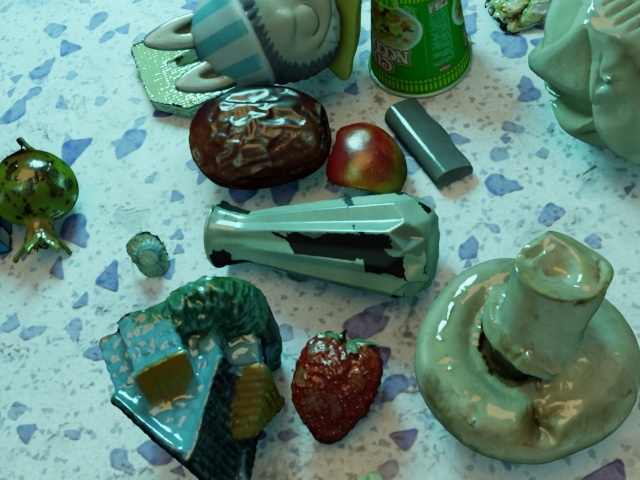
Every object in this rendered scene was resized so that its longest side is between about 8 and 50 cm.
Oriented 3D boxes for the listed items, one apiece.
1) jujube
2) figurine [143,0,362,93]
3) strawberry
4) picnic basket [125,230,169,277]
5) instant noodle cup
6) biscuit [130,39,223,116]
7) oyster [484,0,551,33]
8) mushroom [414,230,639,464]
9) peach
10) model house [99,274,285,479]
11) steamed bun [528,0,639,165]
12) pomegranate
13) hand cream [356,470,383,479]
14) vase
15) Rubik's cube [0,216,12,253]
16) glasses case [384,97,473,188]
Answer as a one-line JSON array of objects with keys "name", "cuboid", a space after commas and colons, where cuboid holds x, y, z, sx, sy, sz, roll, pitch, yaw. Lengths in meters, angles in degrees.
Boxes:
[{"name": "jujube", "cuboid": [-0.110, -0.180, 1.277, 0.243, 0.183, 0.183, -5, 57, 17]}, {"name": "figurine", "cuboid": [-0.147, -0.431, 1.345, 0.378, 0.266, 0.361, -13, 35, -20]}, {"name": "strawberry", "cuboid": [0.022, 0.203, 1.035, 0.131, 0.131, 0.148, 4, 57, 15]}, {"name": "picnic basket", "cuboid": [-0.295, 0.023, 1.264, 0.065, 0.083, 0.083, -36, 13, -10]}, {"name": "instant noodle cup", "cuboid": [0.174, -0.413, 1.327, 0.207, 0.232, 0.207, -6, 57, 9]}, {"name": "biscuit", "cuboid": [-0.292, -0.341, 1.499, 0.147, 0.046, 0.250, -25, 55, -5]}, {"name": "oyster", "cuboid": [0.405, -0.493, 1.422, 0.163, 0.081, 0.191, 5, 56, 21]}, {"name": "mushroom", "cuboid": [0.259, 0.127, 0.929, 0.293, 0.290, 0.292, -4, 54, 6]}, {"name": "peach", "cuboid": [0.085, -0.137, 1.252, 0.151, 0.151, 0.118, 20, 109, 23]}, {"name": "model house", "cuboid": [-0.137, 0.222, 0.975, 0.226, 0.261, 0.241, -23, 55, -2]}, {"name": "steamed bun", "cuboid": [0.495, -0.274, 1.157, 0.367, 0.255, 0.342, 47, 56, 3]}, {"name": "pomegranate", "cuboid": [-0.517, -0.069, 1.316, 0.156, 0.156, 0.220, -13, 57, 5]}, {"name": "hand cream", "cuboid": [-0.043, 0.415, 0.947, 0.306, 0.093, 0.147, -16, 57, -8]}, {"name": "vase", "cuboid": [0.000, 0.000, 1.158, 0.360, 0.165, 0.165, 4, 59, 19]}, {"name": "Rubik's cube", "cuboid": [-0.670, -0.059, 1.340, 0.151, 0.154, 0.155, -18, 56, 2]}, {"name": "glasses case", "cuboid": [0.188, -0.175, 1.291, 0.072, 0.042, 0.190, -24, 56, -12]}]
